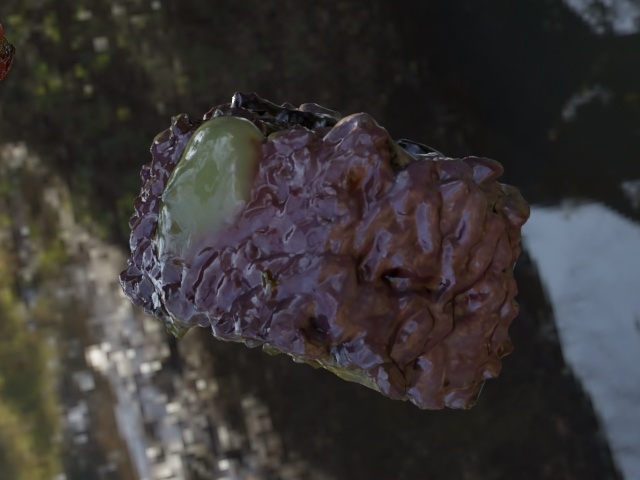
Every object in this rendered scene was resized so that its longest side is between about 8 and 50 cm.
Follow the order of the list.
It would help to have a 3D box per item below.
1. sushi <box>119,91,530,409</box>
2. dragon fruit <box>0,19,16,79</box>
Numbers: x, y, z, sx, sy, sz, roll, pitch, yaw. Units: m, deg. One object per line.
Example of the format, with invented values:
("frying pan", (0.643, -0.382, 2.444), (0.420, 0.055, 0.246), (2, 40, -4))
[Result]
("sushi", (0.000, 0.000, 1.154), (0.270, 0.236, 0.171), (19, 91, 61))
("dragon fruit", (-0.338, -0.104, 1.330), (0.227, 0.224, 0.224), (-54, 39, 20))
